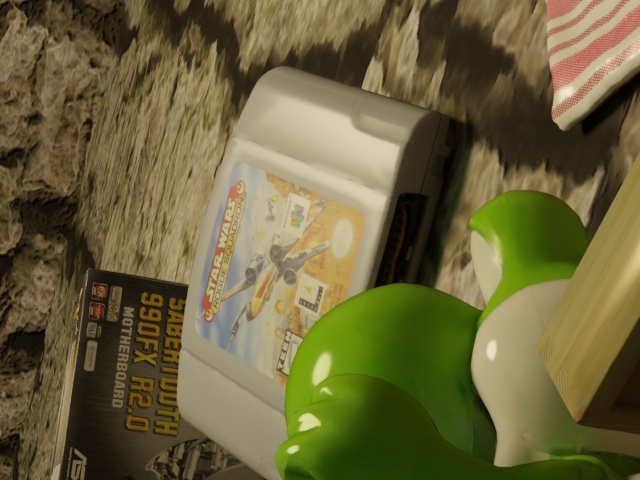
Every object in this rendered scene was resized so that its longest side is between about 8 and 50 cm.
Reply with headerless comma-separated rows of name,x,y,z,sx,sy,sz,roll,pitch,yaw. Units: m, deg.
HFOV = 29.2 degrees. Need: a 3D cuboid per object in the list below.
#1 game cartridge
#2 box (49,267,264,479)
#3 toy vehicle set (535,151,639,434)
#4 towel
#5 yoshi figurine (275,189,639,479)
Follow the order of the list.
game cartridge,-0.018,0.028,0.911,0.198,0.062,0.297,23,103,42
box,-0.138,0.154,1.093,0.056,0.183,0.231,138,140,-62
toy vehicle set,0.185,-0.051,0.302,0.035,0.166,0.267,-107,34,-54
towel,0.159,-0.174,0.665,0.144,0.029,0.197,130,147,-56
yoshi figurine,0.073,0.135,0.488,0.362,0.203,0.203,-95,18,-47
